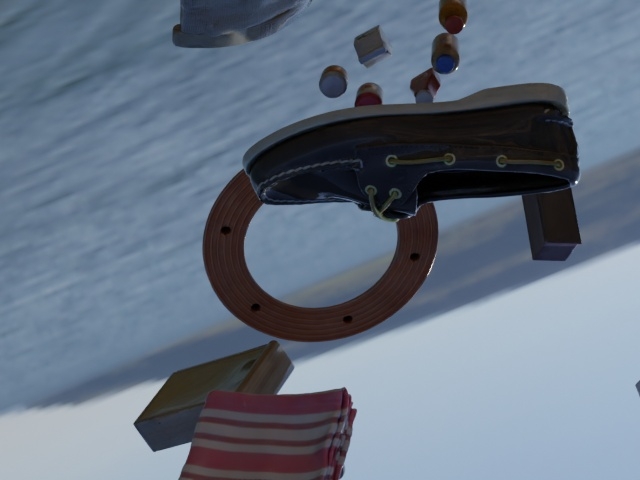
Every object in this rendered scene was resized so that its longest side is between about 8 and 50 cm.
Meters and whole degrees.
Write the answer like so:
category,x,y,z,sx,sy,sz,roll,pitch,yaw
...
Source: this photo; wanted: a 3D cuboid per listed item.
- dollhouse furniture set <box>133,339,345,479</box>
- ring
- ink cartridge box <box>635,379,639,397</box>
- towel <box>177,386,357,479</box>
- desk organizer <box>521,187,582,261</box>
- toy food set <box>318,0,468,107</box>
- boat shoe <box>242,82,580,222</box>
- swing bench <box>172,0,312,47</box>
category,x,y,z,sx,sy,sz,roll,pitch,yaw
dollhouse furniture set,-0.068,0.254,1.747,0.161,0.242,0.212,-19,-157,37
ring,0.000,0.000,2.182,0.337,0.336,0.032,-23,-148,4
ink cartridge box,0.495,0.213,2.145,0.052,0.088,0.122,-11,157,-15
towel,-0.059,0.202,1.221,0.144,0.029,0.197,-5,-130,29
desk organizer,0.272,-0.043,1.850,0.047,0.130,0.050,1,152,-13
toy food set,0.108,-0.233,2.082,0.232,0.111,0.104,-26,-161,15
boat shoe,0.062,-0.051,1.047,0.228,0.068,0.081,-10,160,1
swing bench,-0.071,-0.354,1.418,0.165,0.254,0.253,-6,142,-14
